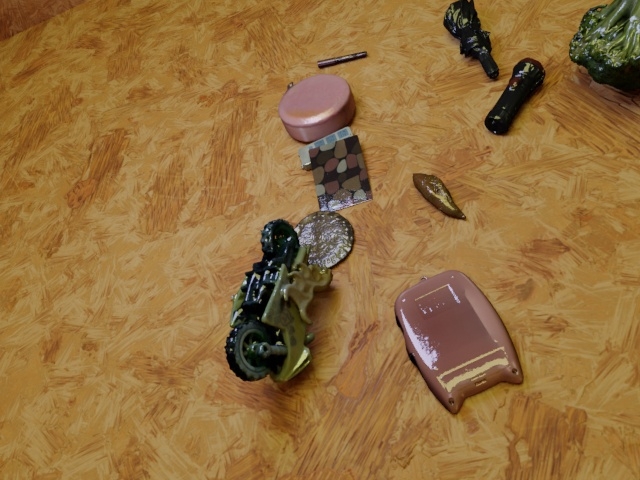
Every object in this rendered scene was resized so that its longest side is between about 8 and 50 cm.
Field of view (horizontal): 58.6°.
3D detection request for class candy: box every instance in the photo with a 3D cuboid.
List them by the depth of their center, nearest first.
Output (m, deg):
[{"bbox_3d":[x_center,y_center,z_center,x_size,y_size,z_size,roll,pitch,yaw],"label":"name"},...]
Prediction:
[{"bbox_3d":[-0.016,-0.426,1.810,0.255,0.094,0.256,-12,50,15],"label":"candy"}]

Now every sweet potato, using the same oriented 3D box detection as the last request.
[{"bbox_3d":[0.305,-0.121,1.486,0.206,0.059,0.068,52,123,30],"label":"sweet potato"}]

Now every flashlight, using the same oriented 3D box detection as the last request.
[{"bbox_3d":[0.531,-0.398,1.574,0.092,0.093,0.232,25,69,34],"label":"flashlight"}]

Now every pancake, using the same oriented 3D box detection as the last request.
[{"bbox_3d":[-0.001,-0.001,1.546,0.199,0.021,0.199,-11,53,15],"label":"pancake"}]

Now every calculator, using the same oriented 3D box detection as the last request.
[{"bbox_3d":[0.289,0.200,1.265,0.220,0.048,0.330,-27,48,4],"label":"calculator"}]

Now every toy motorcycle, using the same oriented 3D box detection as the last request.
[{"bbox_3d":[-0.093,0.153,1.338,0.168,0.237,0.411,-12,49,32],"label":"toy motorcycle"}]

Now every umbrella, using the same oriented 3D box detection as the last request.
[{"bbox_3d":[0.475,-0.620,1.761,0.117,0.118,0.340,-21,57,7],"label":"umbrella"}]

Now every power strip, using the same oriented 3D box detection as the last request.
[{"bbox_3d":[0.022,-0.278,1.730,0.191,0.035,0.082,-23,53,6],"label":"power strip"}]

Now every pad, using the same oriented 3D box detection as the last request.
[{"bbox_3d":[0.054,-0.193,1.650,0.158,0.003,0.235,-16,61,11],"label":"pad"}]

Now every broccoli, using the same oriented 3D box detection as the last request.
[{"bbox_3d":[0.804,-0.519,1.429,0.303,0.284,0.321,-4,39,2],"label":"broccoli"}]

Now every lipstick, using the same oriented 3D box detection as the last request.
[{"bbox_3d":[0.076,-0.626,1.967,0.176,0.027,0.027,-9,53,16],"label":"lipstick"}]
